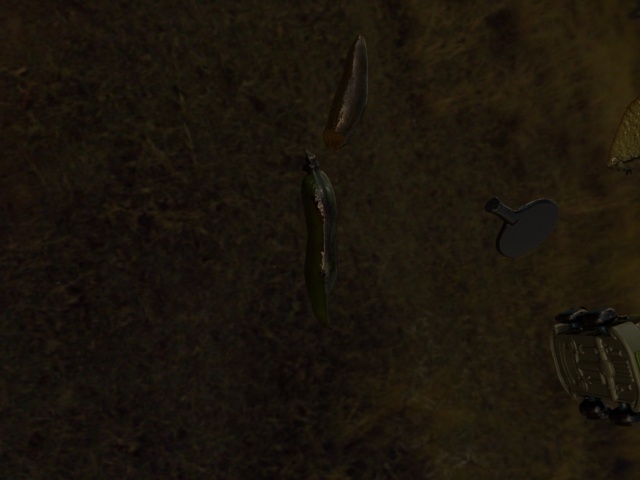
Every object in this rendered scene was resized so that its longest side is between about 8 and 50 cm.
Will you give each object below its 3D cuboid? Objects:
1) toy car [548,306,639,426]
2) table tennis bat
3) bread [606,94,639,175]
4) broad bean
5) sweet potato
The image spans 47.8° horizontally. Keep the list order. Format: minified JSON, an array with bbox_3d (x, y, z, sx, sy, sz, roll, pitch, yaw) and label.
[{"bbox_3d":[0.553,0.202,1.289,0.248,0.198,0.204,159,-84,-74],"label":"toy car"},{"bbox_3d":[0.397,-0.034,1.441,0.236,0.150,0.027,24,24,-46],"label":"table tennis bat"},{"bbox_3d":[0.647,-0.223,1.344,0.129,0.260,0.133,-7,78,-30],"label":"bread"},{"bbox_3d":[0.000,0.000,1.308,0.061,0.077,0.338,-6,98,-31],"label":"broad bean"},{"bbox_3d":[0.067,-0.302,1.486,0.077,0.077,0.243,22,86,-56],"label":"sweet potato"}]
